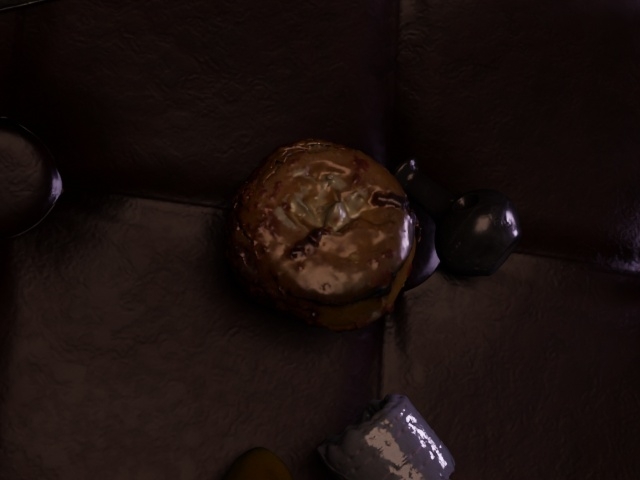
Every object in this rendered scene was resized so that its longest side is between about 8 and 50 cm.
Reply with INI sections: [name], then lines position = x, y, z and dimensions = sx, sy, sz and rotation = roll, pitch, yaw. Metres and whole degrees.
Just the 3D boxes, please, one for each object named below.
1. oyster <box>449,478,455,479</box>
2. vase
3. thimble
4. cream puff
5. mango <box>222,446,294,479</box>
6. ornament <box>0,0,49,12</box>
[oyster]
position = 0.175, 0.335, 1.483
dimensions = 0.083, 0.019, 0.054
rotation = 40, 66, 0
[vase]
position = 0.166, -0.036, 1.547
dimensions = 0.183, 0.120, 0.120
rotation = 39, 67, 16
[thimble]
position = 0.076, 0.252, 1.406
dimensions = 0.127, 0.151, 0.118
rotation = -36, 87, -10
[cream puff]
position = 0.001, 0.000, 1.454
dimensions = 0.240, 0.164, 0.240
rotation = 7, 58, -11
[mango]
position = -0.077, 0.320, 1.377
dimensions = 0.111, 0.089, 0.163
rotation = 37, 60, -2
[ornament]
position = -0.351, -0.394, 1.445
dimensions = 0.166, 0.196, 0.153
rotation = -20, 80, -19
